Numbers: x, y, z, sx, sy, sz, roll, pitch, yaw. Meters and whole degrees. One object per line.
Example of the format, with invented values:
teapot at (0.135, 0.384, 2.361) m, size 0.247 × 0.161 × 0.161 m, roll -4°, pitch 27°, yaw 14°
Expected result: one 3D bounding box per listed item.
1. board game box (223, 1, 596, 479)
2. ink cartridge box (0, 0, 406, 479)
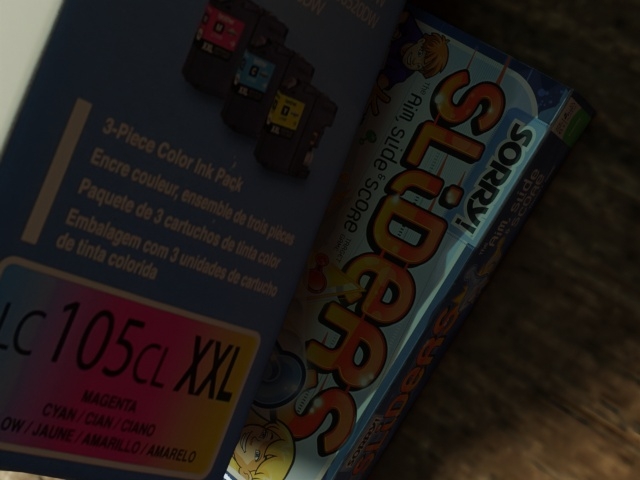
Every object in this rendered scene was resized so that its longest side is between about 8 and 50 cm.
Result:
board game box at (0.000, 0.000, 0.469) m, size 0.136 × 0.035 × 0.201 m, roll 34°, pitch 97°, yaw 28°
ink cartridge box at (-0.101, -0.136, 0.455) m, size 0.270 × 0.151 × 0.395 m, roll 20°, pitch 89°, yaw 40°
